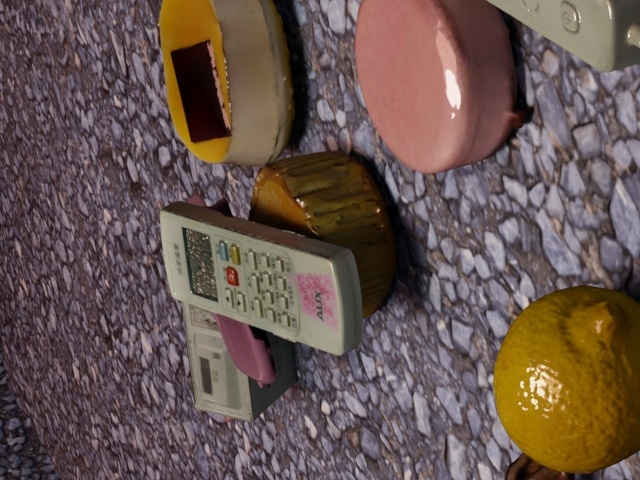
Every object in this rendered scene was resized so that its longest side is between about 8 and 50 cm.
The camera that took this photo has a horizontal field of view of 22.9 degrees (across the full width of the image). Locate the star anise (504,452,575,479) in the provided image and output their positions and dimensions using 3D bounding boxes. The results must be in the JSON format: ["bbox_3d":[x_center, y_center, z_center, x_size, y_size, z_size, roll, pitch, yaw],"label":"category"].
[{"bbox_3d":[0.243,0.361,1.858,0.288,0.088,0.288,-165,90,-85],"label":"star anise"}]

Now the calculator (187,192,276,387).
[{"bbox_3d":[-0.131,0.079,2.283,0.194,0.043,0.294,12,120,68],"label":"calculator"}]

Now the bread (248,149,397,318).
[{"bbox_3d":[0.000,0.000,2.168,0.227,0.142,0.253,60,150,31],"label":"bread"}]

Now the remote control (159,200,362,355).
[{"bbox_3d":[-0.083,0.047,2.103,0.344,0.050,0.145,15,120,42],"label":"remote control"}]

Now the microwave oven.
[{"bbox_3d":[-0.131,0.156,2.493,0.122,0.162,0.208,10,119,30],"label":"microwave oven"}]

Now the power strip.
[{"bbox_3d":[0.216,-0.275,1.619,0.385,0.062,0.091,45,146,49],"label":"power strip"}]

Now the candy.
[{"bbox_3d":[0.133,-0.195,1.809,0.255,0.094,0.255,43,141,49],"label":"candy"}]

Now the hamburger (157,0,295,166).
[{"bbox_3d":[-0.123,-0.251,2.270,0.227,0.151,0.295,21,118,54],"label":"hamburger"}]

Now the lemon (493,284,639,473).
[{"bbox_3d":[0.268,0.145,1.625,0.187,0.187,0.244,59,157,30],"label":"lemon"}]
